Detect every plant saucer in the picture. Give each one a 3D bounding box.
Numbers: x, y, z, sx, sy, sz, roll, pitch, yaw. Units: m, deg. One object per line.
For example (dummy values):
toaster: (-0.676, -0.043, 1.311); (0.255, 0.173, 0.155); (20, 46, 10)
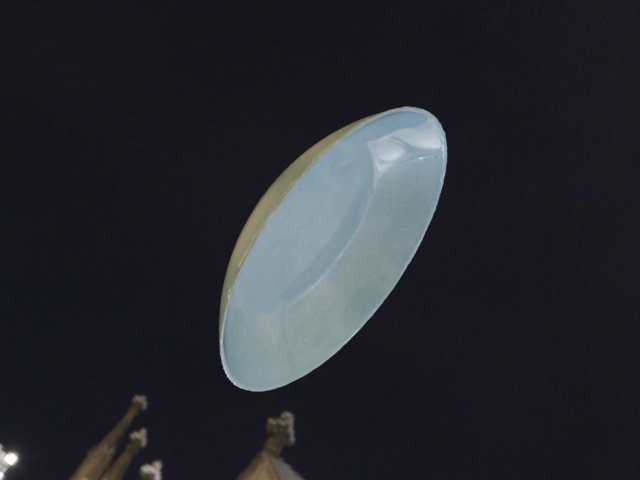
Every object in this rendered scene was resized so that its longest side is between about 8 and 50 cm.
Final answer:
plant saucer: (0.000, 0.000, 0.624); (0.037, 0.195, 0.195); (35, -57, 26)
